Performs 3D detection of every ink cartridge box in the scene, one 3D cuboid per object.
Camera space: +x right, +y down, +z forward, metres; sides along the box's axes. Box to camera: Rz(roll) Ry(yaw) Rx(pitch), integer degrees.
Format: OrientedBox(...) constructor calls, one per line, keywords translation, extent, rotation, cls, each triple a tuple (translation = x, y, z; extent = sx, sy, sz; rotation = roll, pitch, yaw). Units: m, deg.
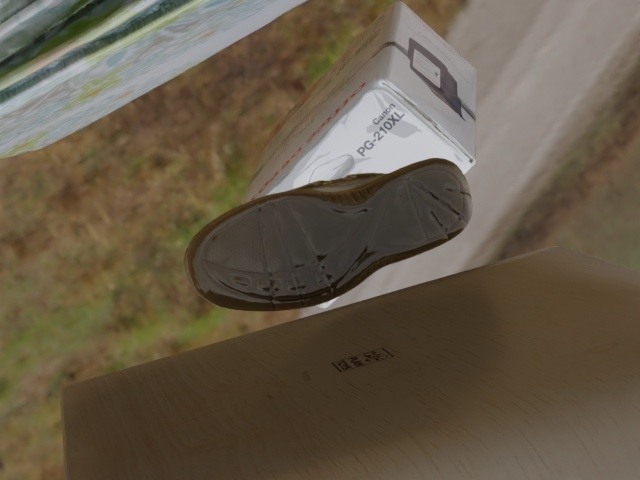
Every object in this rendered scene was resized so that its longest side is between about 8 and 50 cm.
OrientedBox(translation=(0.033, -0.074, 1.247), extent=(0.172, 0.100, 0.237), rotation=(-45, -169, 20), cls="ink cartridge box")

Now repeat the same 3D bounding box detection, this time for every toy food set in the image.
OrientedBox(translation=(0.027, 0.084, 0.552), extent=(0.219, 0.092, 0.306), rotation=(-15, -171, -9), cls="toy food set")

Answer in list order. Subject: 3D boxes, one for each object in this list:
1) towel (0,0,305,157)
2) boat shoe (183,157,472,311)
OrientedBox(translation=(-0.116, -0.149, 0.958), extent=(0.320, 0.090, 0.374), rotation=(-27, -177, 11), cls="towel")
OrientedBox(translation=(0.000, 0.000, 0.660), extent=(0.135, 0.050, 0.045), rotation=(-14, 180, -29), cls="boat shoe")
